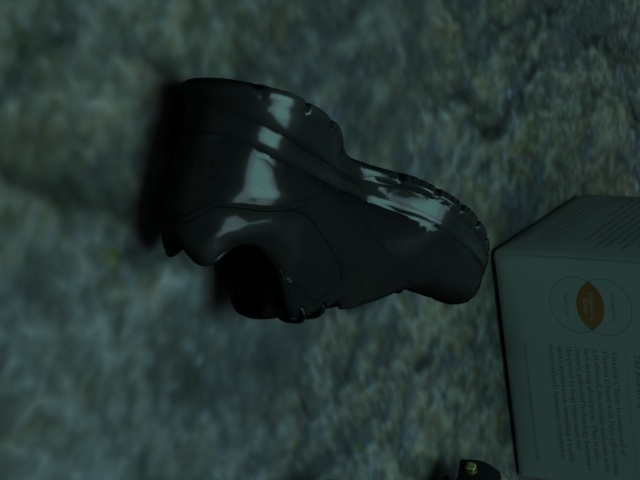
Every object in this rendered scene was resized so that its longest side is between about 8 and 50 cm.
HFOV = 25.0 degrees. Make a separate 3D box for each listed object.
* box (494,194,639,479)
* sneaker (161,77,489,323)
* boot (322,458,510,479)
[{"bbox_3d":[0.341,0.091,1.183,0.168,0.345,0.215,-29,116,-48],"label":"box"},{"bbox_3d":[0.000,0.000,0.936,0.286,0.109,0.130,27,78,-42],"label":"sneaker"},{"bbox_3d":[0.077,0.221,1.066,0.236,0.085,0.178,44,31,-16],"label":"boot"}]
